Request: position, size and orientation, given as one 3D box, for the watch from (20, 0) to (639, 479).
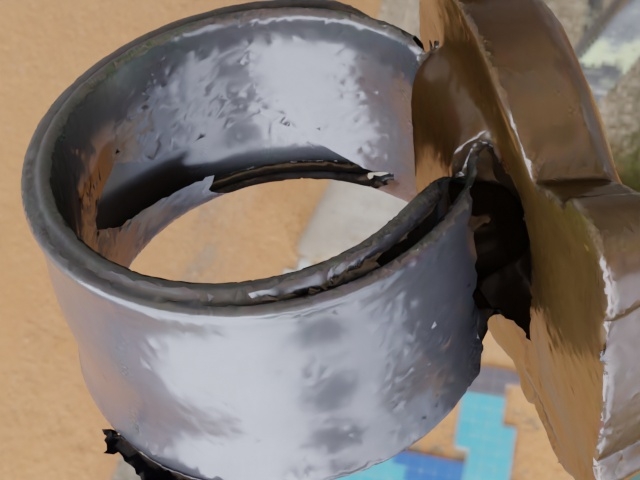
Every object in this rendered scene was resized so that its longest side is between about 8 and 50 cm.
[{"bbox_3d":[0.000,0.000,0.691,0.327,0.335,0.314,-15,135,-5],"label":"watch"}]
